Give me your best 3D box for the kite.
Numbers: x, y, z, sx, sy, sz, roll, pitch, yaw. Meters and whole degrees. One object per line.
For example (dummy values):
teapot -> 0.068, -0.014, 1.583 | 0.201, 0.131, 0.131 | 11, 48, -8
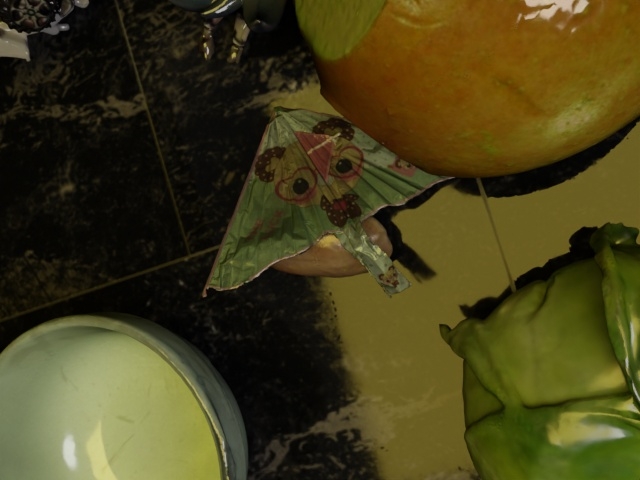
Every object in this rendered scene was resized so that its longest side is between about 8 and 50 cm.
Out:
kite -> 0.012, -0.051, 0.759 | 0.323, 0.013, 0.268 | -25, 60, -7

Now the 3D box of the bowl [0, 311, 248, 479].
bowl -> -0.206, 0.224, 0.796 | 0.307, 0.163, 0.307 | 0, 91, 16

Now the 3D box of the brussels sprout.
brussels sprout -> 0.247, 0.126, 0.634 | 0.259, 0.227, 0.294 | -21, 119, 25

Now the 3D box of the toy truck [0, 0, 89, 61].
toy truck -> -0.289, -0.310, 0.840 | 0.286, 0.111, 0.136 | -42, 48, 21

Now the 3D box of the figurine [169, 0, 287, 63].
figurine -> -0.071, -0.321, 0.756 | 0.175, 0.197, 0.265 | 23, 89, 1

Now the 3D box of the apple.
apple -> 0.124, -0.243, 0.602 | 0.384, 0.374, 0.374 | 43, 102, -4

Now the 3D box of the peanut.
peanut -> 0.000, 0.000, 0.782 | 0.152, 0.076, 0.076 | 5, 92, 12
